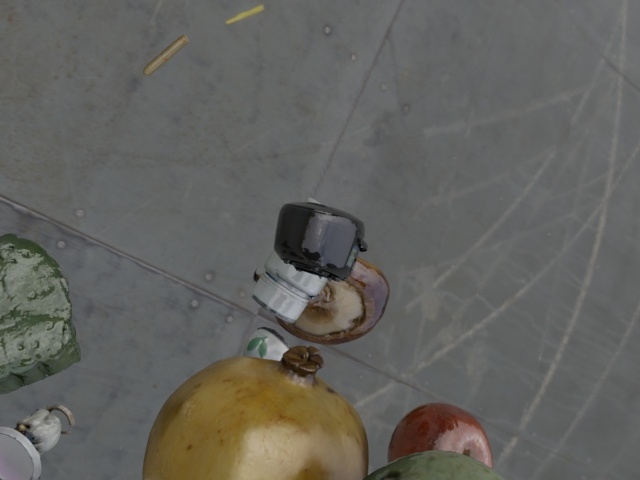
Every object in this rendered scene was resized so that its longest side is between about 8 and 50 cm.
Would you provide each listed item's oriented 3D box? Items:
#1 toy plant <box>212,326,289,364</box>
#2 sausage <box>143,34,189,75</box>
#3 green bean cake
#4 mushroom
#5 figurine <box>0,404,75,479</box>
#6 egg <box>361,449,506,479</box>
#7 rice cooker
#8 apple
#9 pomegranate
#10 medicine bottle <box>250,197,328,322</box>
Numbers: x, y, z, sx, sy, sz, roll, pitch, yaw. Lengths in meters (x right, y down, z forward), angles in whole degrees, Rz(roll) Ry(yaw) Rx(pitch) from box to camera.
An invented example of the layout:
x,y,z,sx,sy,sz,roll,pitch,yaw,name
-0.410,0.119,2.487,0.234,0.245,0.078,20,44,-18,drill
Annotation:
x,y,z,sx,sy,sz,roll,pitch,yaw,name
-0.254,0.480,2.202,0.332,0.247,0.247,-36,123,-36,toy plant
-0.359,-0.428,1.475,0.132,0.024,0.024,-37,130,8,sausage
-0.479,0.110,0.924,0.227,0.222,0.125,-19,159,-23,green bean cake
-0.007,0.141,1.663,0.259,0.345,0.345,-54,137,-56,mushroom
-0.550,0.384,1.239,0.154,0.132,0.132,-44,134,-65,figurine
0.099,0.394,0.591,0.287,0.287,0.379,41,62,-42,egg
0.001,0.000,1.074,0.203,0.142,0.118,30,74,-64,rice cooker
0.204,0.385,1.112,0.201,0.162,0.201,15,67,-39,apple
-0.076,0.295,0.813,0.307,0.307,0.307,-13,109,-41,pomegranate
-0.038,0.045,1.414,0.143,0.143,0.258,32,91,-43,medicine bottle
